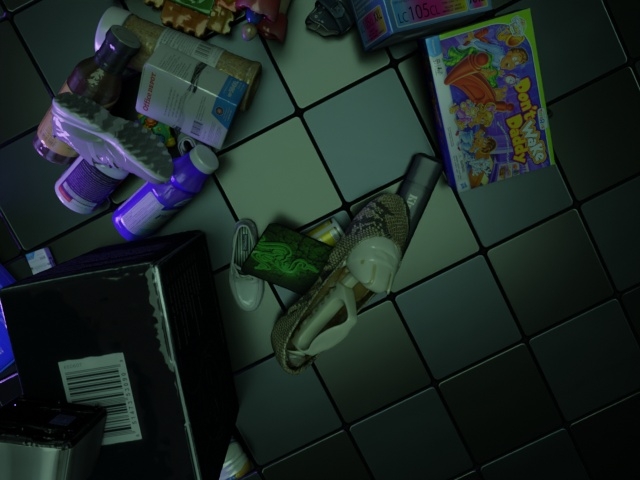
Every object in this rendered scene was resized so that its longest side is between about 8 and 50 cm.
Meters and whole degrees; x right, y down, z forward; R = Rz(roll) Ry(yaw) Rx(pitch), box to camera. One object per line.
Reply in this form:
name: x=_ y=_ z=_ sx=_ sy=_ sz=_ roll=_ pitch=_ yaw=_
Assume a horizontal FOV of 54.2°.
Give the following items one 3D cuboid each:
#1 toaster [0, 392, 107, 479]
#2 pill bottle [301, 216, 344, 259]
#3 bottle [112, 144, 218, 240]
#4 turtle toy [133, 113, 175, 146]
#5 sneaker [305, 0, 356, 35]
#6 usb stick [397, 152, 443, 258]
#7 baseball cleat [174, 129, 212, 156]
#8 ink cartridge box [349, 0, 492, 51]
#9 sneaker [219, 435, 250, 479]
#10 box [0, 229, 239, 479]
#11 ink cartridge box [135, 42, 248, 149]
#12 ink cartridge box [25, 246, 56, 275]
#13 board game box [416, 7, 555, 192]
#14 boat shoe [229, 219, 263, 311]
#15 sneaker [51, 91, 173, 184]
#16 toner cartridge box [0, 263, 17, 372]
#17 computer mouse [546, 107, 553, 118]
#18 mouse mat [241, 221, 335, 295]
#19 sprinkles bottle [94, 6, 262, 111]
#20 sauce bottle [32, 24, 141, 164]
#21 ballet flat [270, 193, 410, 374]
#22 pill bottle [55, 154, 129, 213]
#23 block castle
toaster: x=-0.452 y=0.330 z=0.996 sx=0.168 sy=0.186 sz=0.110 roll=7 pitch=94 yaw=-1
pill bottle: x=0.000 y=0.000 z=1.488 sx=0.116 sy=0.065 sz=0.065 roll=-32 pitch=96 yaw=3
bottle: x=-0.344 y=-0.107 z=1.404 sx=0.283 sy=0.118 sz=0.092 roll=-36 pitch=89 yaw=26
turtle toy: x=-0.402 y=-0.249 z=1.445 sx=0.130 sy=0.066 sz=0.095 roll=-10 pitch=107 yaw=26
sneaker: x=0.007 y=-0.571 z=1.404 sx=0.163 sy=0.086 sz=0.226 roll=-38 pitch=97 yaw=2
usb stick: x=0.209 y=-0.074 z=1.490 sx=0.077 sy=0.045 sz=0.278 roll=23 pitch=97 yaw=-4
baseball cleat: x=-0.306 y=-0.261 z=1.430 sx=0.072 sy=0.109 sz=0.206 roll=-27 pitch=95 yaw=8
ink cartridge box: x=0.174 y=-0.636 z=1.327 sx=0.270 sy=0.151 sz=0.395 roll=-20 pitch=96 yaw=-20
sneaker: x=-0.322 y=0.579 z=1.556 sx=0.296 sy=0.112 sz=0.131 roll=-29 pitch=79 yaw=2
box: x=-0.375 y=0.256 z=1.314 sx=0.297 sy=0.472 sz=0.480 roll=-9 pitch=97 yaw=2
ink cartridge box: x=-0.277 y=-0.307 z=1.341 sx=0.203 sy=0.148 sz=0.086 roll=25 pitch=52 yaw=-9
ink cartridge box: x=-0.669 y=0.064 z=1.510 sx=0.048 sy=0.028 sz=0.083 roll=-19 pitch=97 yaw=2
board game box: x=0.370 y=-0.308 z=1.392 sx=0.233 sy=0.078 sz=0.347 roll=-17 pitch=108 yaw=-1
boat shoe: x=-0.184 y=0.065 z=1.490 sx=0.083 sy=0.076 sz=0.226 roll=-6 pitch=97 yaw=1
sneaker: x=-0.437 y=-0.197 z=1.318 sx=0.281 sy=0.105 sz=0.115 roll=34 pitch=126 yaw=0
toner cartridge box: x=-0.819 y=0.136 z=1.495 sx=0.165 sy=0.075 sz=0.348 roll=-39 pitch=96 yaw=5
computer mouse: x=0.453 y=-0.344 z=1.461 sx=0.106 sy=0.042 sz=0.193 roll=-33 pitch=102 yaw=8
mouse mat: x=-0.071 y=0.046 z=1.456 sx=0.189 sy=0.007 sz=0.153 roll=24 pitch=114 yaw=-25
sprinkles bottle: x=-0.315 y=-0.405 z=1.405 sx=0.355 sy=0.121 sz=0.121 roll=20 pitch=97 yaw=-3
sauce bottle: x=-0.507 y=-0.314 z=1.365 sx=0.111 sy=0.111 sz=0.344 roll=44 pitch=119 yaw=-5
ballet flat: x=0.062 y=0.120 z=1.417 sx=0.164 sy=0.182 sz=0.483 roll=33 pitch=104 yaw=-23
pill bottle: x=-0.504 y=-0.159 z=1.421 sx=0.193 sy=0.108 sz=0.108 roll=-41 pitch=96 yaw=21
block castle: x=-0.281 y=-0.556 z=1.296 sx=0.453 sy=0.303 sz=0.213 roll=20 pitch=98 yaw=-2
